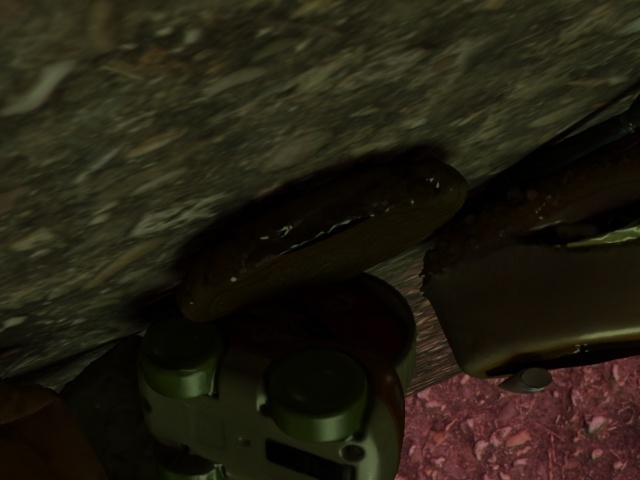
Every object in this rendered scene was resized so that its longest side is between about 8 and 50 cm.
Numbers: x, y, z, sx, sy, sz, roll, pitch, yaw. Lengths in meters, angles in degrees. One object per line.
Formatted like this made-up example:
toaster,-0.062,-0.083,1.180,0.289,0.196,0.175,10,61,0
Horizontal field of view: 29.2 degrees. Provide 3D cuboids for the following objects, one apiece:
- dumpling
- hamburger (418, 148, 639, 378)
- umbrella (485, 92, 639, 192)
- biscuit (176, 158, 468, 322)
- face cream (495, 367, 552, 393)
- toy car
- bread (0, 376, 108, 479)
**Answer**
dumpling,-0.231,0.236,1.029,0.332,0.166,0.086,-38,-174,-14
hamburger,0.238,0.023,1.107,0.302,0.170,0.302,-9,168,-2
umbrella,0.221,-0.091,0.934,0.269,0.044,0.044,-22,-162,45
biscuit,0.000,0.000,0.886,0.226,0.042,0.226,-23,169,-5
face cream,0.177,0.122,1.057,0.038,0.020,0.115,2,170,1
toy car,-0.021,0.102,0.997,0.235,0.235,0.145,-18,131,-21
bread,-0.297,0.202,0.847,0.156,0.204,0.288,-38,166,35
